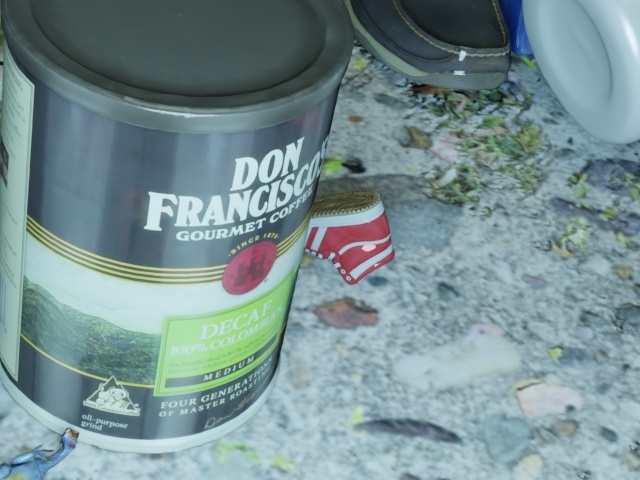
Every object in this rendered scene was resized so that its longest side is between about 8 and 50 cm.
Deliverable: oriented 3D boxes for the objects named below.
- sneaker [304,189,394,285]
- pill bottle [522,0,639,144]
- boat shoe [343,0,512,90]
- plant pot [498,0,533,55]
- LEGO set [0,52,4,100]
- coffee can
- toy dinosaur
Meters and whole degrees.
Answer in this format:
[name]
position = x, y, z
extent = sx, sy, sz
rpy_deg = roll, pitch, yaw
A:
[sneaker]
position = 0.000, 0.000, 1.093
extent = 0.118, 0.067, 0.042
rpy_deg = -3, 34, 30
[pill bottle]
position = 0.361, -0.231, 1.269
extent = 0.333, 0.188, 0.188
rpy_deg = -26, 51, -13
[boat shoe]
position = 0.081, -0.275, 1.356
extent = 0.132, 0.130, 0.355
rpy_deg = -7, 44, -22
[plant pot]
position = 0.252, -0.336, 1.403
extent = 0.235, 0.236, 0.212
rpy_deg = -10, 39, -24
[LEGO set]
position = -0.189, -0.129, 1.149
extent = 0.227, 0.087, 0.093
rpy_deg = 15, 40, 4
[coffee can]
position = -0.102, -0.031, 0.911
extent = 0.201, 0.275, 0.202
rpy_deg = 7, 41, -6
[toy dinosaur]
position = -0.184, 0.137, 0.879
extent = 0.090, 0.047, 0.082
rpy_deg = 10, 20, 12
